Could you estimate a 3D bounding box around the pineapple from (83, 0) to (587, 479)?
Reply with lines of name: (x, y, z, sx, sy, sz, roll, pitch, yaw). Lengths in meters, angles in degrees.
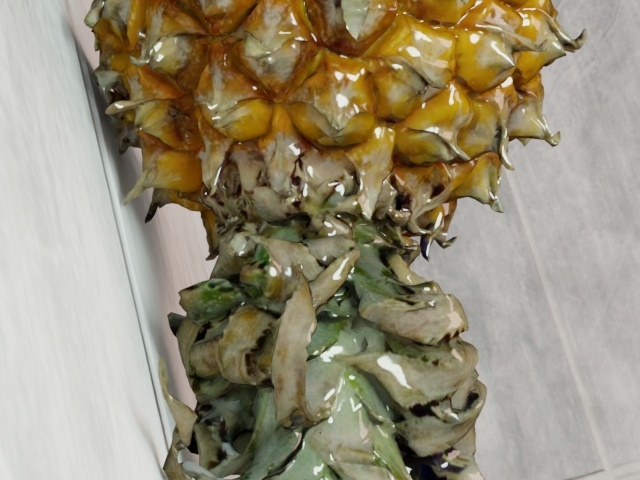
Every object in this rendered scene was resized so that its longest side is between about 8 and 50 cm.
pineapple: (0.010, 0.021, 0.727, 0.262, 0.263, 0.271, 70, 17, -67)

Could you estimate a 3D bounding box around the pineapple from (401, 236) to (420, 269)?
pineapple: (0.000, 0.000, 1.321, 0.193, 0.166, 0.166, -129, -159, -70)
